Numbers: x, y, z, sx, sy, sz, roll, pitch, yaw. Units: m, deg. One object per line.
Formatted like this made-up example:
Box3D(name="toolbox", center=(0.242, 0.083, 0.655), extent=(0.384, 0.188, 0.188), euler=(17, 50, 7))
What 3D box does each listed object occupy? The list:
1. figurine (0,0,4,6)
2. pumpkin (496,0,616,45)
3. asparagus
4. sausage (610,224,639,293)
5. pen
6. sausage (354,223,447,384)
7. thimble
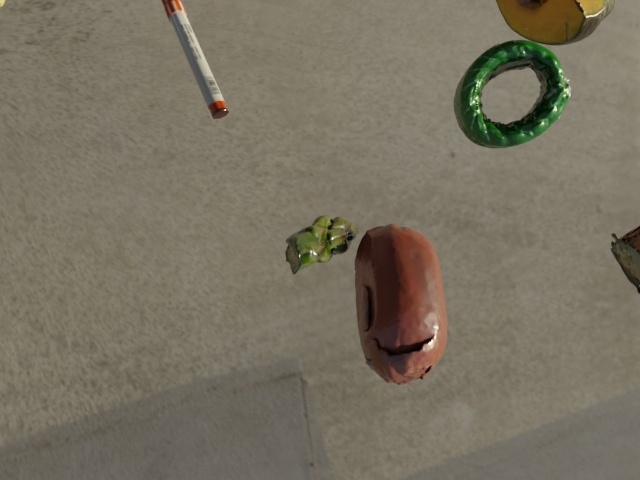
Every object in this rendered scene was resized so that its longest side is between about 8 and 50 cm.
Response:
Box3D(name="figurine", center=(-0.566, -0.359, 1.394), extent=(0.187, 0.083, 0.083), euler=(-46, 117, -9))
Box3D(name="pumpkin", center=(0.387, -0.452, 1.441), extent=(0.139, 0.190, 0.280), euler=(-39, 143, -30))
Box3D(name="asparagus", center=(0.000, 0.000, 1.515), extent=(0.287, 0.080, 0.080), euler=(-19, 116, -62))
Box3D(name="sausage", center=(0.359, -0.040, 0.709), extent=(0.264, 0.083, 0.083), euler=(-33, 114, -4))
Box3D(name="pen", center=(-0.183, -0.273, 1.266), extent=(0.028, 0.028, 0.239), euler=(-16, 68, -22))
Box3D(name="sausage", center=(0.133, 0.106, 1.514), extent=(0.152, 0.152, 0.279), euler=(14, 58, -28))
Box3D(name="thimble", center=(0.220, -0.168, 1.044), extent=(0.130, 0.090, 0.118), euler=(-12, 91, 3))
